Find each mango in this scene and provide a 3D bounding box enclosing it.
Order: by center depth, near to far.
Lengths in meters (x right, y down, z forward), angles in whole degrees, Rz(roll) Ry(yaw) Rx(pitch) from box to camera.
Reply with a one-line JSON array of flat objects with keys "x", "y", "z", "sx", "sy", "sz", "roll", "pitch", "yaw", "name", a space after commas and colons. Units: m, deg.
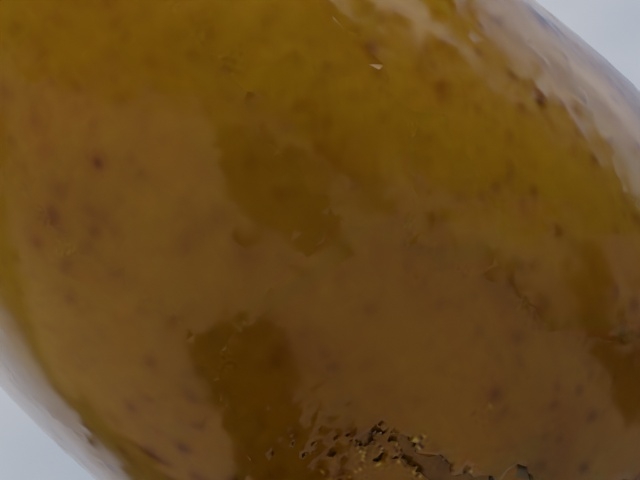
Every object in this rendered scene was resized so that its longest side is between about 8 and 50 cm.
[{"x": 0.000, "y": 0.000, "z": 0.419, "sx": 0.160, "sy": 0.191, "sz": 0.290, "roll": -44, "pitch": -45, "yaw": 1, "name": "mango"}]
